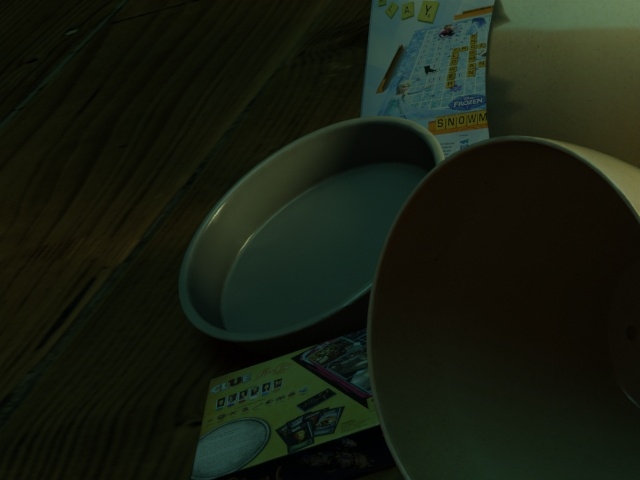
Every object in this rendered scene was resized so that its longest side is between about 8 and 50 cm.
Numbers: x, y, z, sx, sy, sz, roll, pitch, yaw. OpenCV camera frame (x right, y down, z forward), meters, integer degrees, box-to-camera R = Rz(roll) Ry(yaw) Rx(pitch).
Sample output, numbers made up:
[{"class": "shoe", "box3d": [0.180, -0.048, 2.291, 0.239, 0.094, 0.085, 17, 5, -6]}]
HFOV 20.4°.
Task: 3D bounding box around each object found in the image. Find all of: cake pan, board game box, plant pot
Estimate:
[{"class": "cake pan", "box3d": [0.000, 0.000, 1.712, 0.293, 0.054, 0.293, -24, 35, 18]}, {"class": "board game box", "box3d": [0.185, -0.208, 1.763, 0.318, 0.318, 0.066, -1, -11, 42]}, {"class": "plant pot", "box3d": [0.302, -0.114, 1.330, 0.274, 0.256, 0.256, 2, 35, 33]}, {"class": "board game box", "box3d": [0.015, 0.139, 1.497, 0.243, 0.042, 0.165, -19, 25, 14]}, {"class": "plant pot", "box3d": [0.196, 0.072, 1.248, 0.191, 0.284, 0.284, 0, 4, -41]}]
